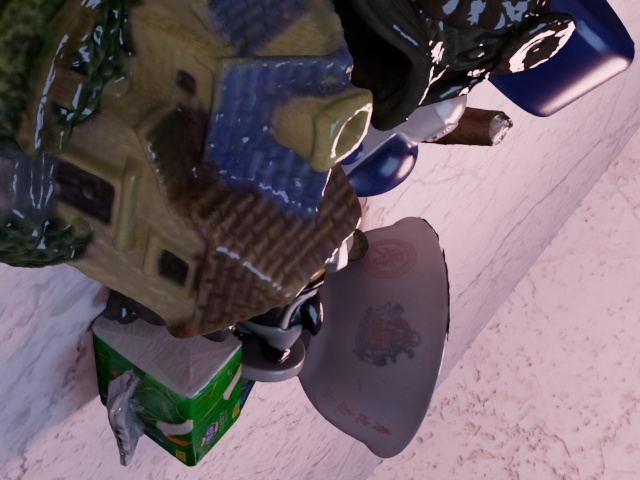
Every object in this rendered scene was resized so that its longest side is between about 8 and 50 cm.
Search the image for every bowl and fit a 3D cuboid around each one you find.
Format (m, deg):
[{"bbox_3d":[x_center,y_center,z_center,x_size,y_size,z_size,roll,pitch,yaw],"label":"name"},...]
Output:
[{"bbox_3d":[0.040,0.125,2.417,0.157,0.345,0.345,8,133,-18],"label":"bowl"}]

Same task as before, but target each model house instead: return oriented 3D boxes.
[{"bbox_3d":[-0.109,-0.077,1.399,0.261,0.266,0.321,-46,158,-45],"label":"model house"}]

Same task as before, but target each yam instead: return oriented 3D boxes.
[{"bbox_3d":[0.150,-0.142,2.166,0.057,0.057,0.241,-44,-154,-24],"label":"yam"},{"bbox_3d":[0.000,0.000,2.220,0.061,0.061,0.274,-55,162,12],"label":"yam"}]

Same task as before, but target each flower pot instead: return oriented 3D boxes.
[{"bbox_3d":[0.070,-0.244,1.514,0.213,0.302,0.302,-40,161,-17],"label":"flower pot"}]

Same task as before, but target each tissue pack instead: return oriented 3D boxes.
[{"bbox_3d":[-0.190,0.169,1.989,0.156,0.148,0.209,-46,164,-22],"label":"tissue pack"}]

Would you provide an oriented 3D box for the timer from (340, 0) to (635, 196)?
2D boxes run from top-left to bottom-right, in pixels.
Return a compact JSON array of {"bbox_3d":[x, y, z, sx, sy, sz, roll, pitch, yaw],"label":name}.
[{"bbox_3d":[0.137,-0.192,1.998,0.383,0.270,0.270,-41,168,19],"label":"timer"}]

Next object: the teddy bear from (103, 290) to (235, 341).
[{"bbox_3d":[-0.119,0.011,1.834,0.251,0.171,0.144,-43,138,-9],"label":"teddy bear"}]

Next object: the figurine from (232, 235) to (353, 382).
[{"bbox_3d":[-0.061,0.032,2.031,0.133,0.176,0.236,-49,160,-58],"label":"figurine"}]

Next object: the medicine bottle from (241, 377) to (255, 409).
[{"bbox_3d":[-0.120,0.157,2.276,0.121,0.083,0.229,-28,151,-48],"label":"medicine bottle"}]
